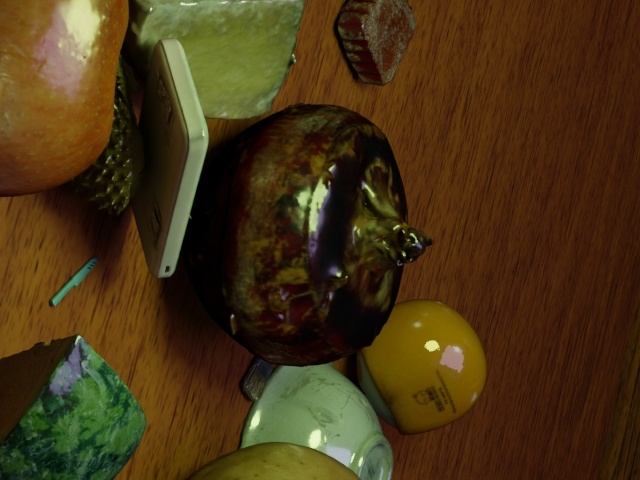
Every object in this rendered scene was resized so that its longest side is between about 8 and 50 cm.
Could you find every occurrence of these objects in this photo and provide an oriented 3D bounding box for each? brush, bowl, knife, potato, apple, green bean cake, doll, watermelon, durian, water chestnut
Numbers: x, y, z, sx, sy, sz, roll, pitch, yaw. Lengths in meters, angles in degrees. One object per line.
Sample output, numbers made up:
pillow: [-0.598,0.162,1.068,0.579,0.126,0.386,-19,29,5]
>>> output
brush: [-0.067,0.149,2.164,0.170,0.014,0.043,-62,144,-33]
bowl: [0.017,0.326,2.231,0.313,0.146,0.313,-28,123,-54]
knife: [-0.279,0.047,1.763,0.091,0.005,0.014,-52,139,-42]
potato: [-0.170,-0.260,1.768,0.264,0.211,0.189,-13,145,-41]
apple: [-0.286,-0.174,1.444,0.251,0.206,0.272,-163,-96,-88]
green bean cake: [0.080,-0.310,2.241,0.135,0.056,0.136,-61,145,-29]
doll: [0.146,0.173,2.391,0.236,0.213,0.213,-112,-174,-54]
watermelon: [-0.296,0.217,1.645,0.260,0.256,0.176,53,8,-43]
durian: [-0.237,-0.124,1.664,0.102,0.146,0.208,0,114,-17]
water chestnut: [0.000,0.000,1.940,0.350,0.302,0.350,-19,111,-61]

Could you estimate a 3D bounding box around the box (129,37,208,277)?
box: [-0.171,-0.084,1.692,0.285,0.044,0.142,112,-36,-56]

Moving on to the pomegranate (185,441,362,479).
pomegranate: [-0.044,0.418,1.965,0.338,0.338,0.338,-26,120,-56]
